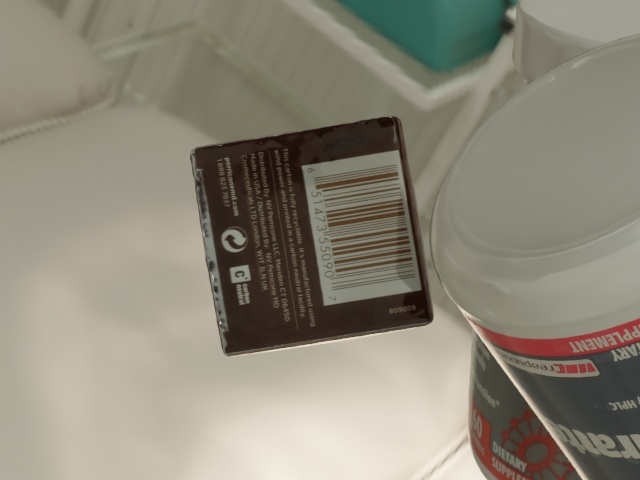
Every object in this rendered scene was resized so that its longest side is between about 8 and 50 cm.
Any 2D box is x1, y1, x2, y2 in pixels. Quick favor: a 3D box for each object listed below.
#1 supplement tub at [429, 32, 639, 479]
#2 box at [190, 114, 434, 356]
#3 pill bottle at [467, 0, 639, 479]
[{"bbox_3d":[0.196,0.047,0.766,0.272,0.191,0.191,52,22,-29],"label":"supplement tub"},{"bbox_3d":[0.000,0.000,1.245,0.167,0.168,0.203,-10,-3,4],"label":"box"},{"bbox_3d":[0.213,0.006,1.053,0.210,0.362,0.210,-1,28,0],"label":"pill bottle"}]
